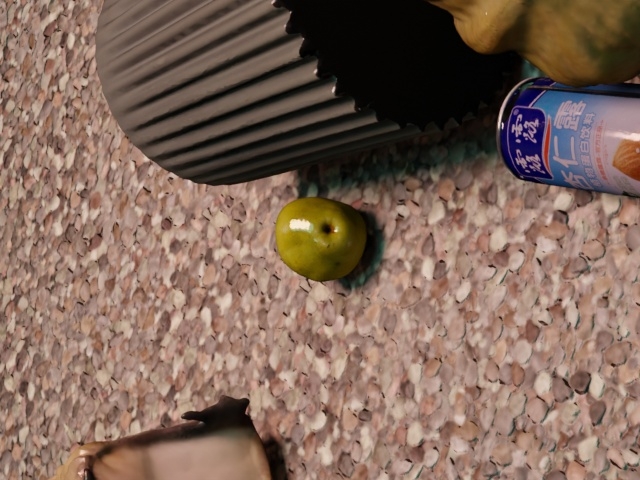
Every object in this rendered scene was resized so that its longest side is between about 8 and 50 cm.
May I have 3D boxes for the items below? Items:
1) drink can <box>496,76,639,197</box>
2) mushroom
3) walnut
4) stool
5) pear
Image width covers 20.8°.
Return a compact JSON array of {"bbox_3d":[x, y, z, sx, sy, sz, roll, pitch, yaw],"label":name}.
[{"bbox_3d":[0.258,-0.082,1.428,0.235,0.097,0.097,12,89,49],"label":"drink can"},{"bbox_3d":[-0.209,0.370,1.793,0.397,0.224,0.314,-31,72,49],"label":"mushroom"},{"bbox_3d":[0.195,-0.267,1.406,0.253,0.282,0.277,-22,26,34],"label":"walnut"},{"bbox_3d":[-0.026,-0.206,1.655,0.330,0.297,0.297,-18,66,51],"label":"stool"},{"bbox_3d":[0.000,0.000,1.718,0.097,0.092,0.092,85,-167,-83],"label":"pear"}]
